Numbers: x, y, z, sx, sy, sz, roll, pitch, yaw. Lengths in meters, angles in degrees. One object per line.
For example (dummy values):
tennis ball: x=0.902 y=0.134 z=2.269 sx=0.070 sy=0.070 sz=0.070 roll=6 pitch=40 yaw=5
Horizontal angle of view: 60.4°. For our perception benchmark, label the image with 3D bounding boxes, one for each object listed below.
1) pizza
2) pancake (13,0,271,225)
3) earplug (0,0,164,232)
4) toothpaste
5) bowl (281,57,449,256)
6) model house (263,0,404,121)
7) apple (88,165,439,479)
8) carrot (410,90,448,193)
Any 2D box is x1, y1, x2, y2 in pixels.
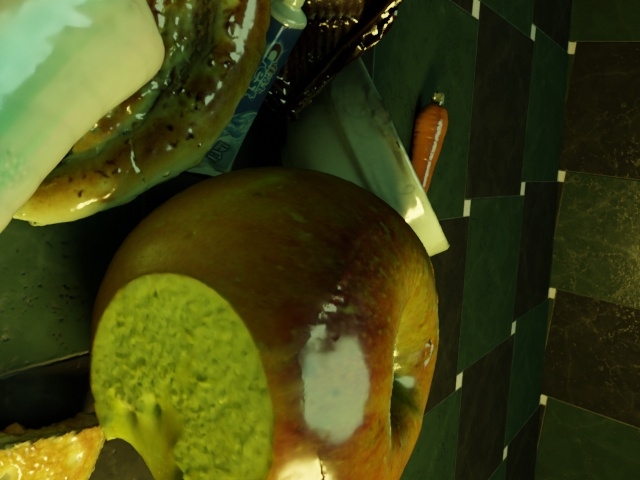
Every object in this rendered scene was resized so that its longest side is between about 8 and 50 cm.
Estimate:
pizza: x=-0.314 y=0.241 z=0.487 sx=0.292 sy=0.058 sz=0.197 roll=-51 pitch=143 yaw=-36
pancake: x=-0.161 y=-0.163 z=0.491 sx=0.197 sy=0.054 sz=0.376 roll=30 pitch=96 yaw=-21
earplug: x=-0.263 y=-0.052 z=0.328 sx=0.324 sy=0.185 sz=0.185 roll=-60 pitch=140 yaw=-18
toothpaste: x=-0.084 y=-0.167 z=0.602 sx=0.069 sy=0.047 sz=0.268 roll=-32 pitch=165 yaw=-51
bowl: x=0.054 y=-0.098 z=0.791 sx=0.307 sy=0.163 sz=0.307 roll=57 pitch=15 yaw=-25
model house: x=-0.044 y=-0.335 z=0.664 sx=0.282 sy=0.297 sz=0.317 roll=88 pitch=5 yaw=-53
apple: x=-0.064 y=0.110 z=0.579 sx=0.374 sy=0.374 sz=0.383 roll=43 pitch=57 yaw=-49
carrot: x=0.209 y=-0.149 z=1.154 sx=0.069 sy=0.069 sz=0.335 roll=9 pitch=96 yaw=-55
